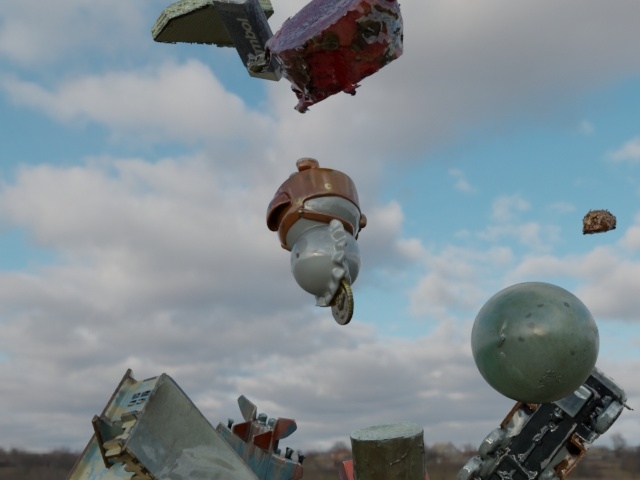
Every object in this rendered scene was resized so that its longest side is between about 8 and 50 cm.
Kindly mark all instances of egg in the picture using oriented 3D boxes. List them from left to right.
[{"bbox_3d":[0.297,0.143,1.074,0.169,0.169,0.236,-3,-14,4],"label":"egg"}]

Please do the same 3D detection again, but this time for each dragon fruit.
[{"bbox_3d":[0.030,-0.300,1.200,0.282,0.211,0.147,-27,-61,25],"label":"dragon fruit"}]

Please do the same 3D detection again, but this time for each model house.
[{"bbox_3d":[-0.237,0.319,1.003,0.206,0.178,0.271,-17,-58,30],"label":"model house"}]

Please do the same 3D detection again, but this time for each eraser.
[{"bbox_3d":[-0.148,-0.440,1.652,0.091,0.046,0.212,18,-29,32],"label":"eraser"}]

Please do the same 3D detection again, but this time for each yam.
[{"bbox_3d":[0.085,0.343,0.906,0.093,0.259,0.093,-4,5,0],"label":"yam"}]

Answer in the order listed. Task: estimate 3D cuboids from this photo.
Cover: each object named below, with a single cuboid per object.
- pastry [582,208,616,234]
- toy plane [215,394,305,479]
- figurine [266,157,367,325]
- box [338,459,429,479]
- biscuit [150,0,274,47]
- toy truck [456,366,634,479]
[{"bbox_3d":[0.715,-0.049,1.975,0.087,0.063,0.169,-12,-5,23],"label":"pastry"},{"bbox_3d":[-0.129,0.475,1.495,0.223,0.326,0.104,17,18,33],"label":"toy plane"},{"bbox_3d":[0.008,-0.002,1.086,0.143,0.271,0.143,-22,-30,-14],"label":"figurine"},{"bbox_3d":[0.135,0.500,1.572,0.175,0.112,0.048,-2,-43,-17],"label":"box"},{"bbox_3d":[-0.242,-0.494,1.717,0.252,0.052,0.150,-11,-16,-41],"label":"biscuit"},{"bbox_3d":[0.449,0.410,1.543,0.388,0.173,0.207,-55,-29,9],"label":"toy truck"}]
